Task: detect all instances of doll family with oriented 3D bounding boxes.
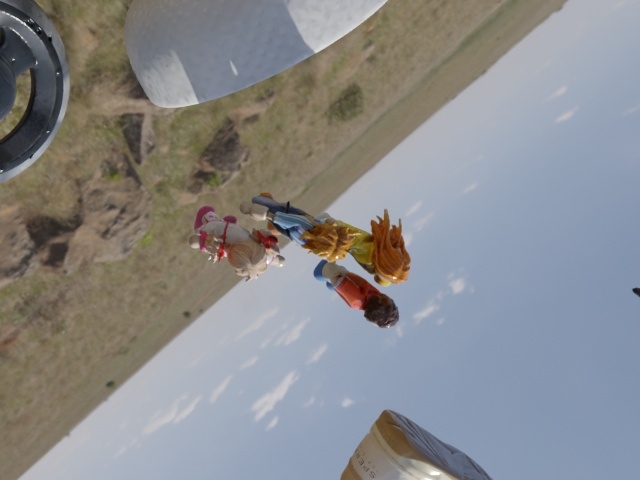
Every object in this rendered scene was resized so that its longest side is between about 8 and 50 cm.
[{"bbox_3d":[0.000,0.000,0.623,0.163,0.263,0.118,32,-82,59],"label":"doll family"}]

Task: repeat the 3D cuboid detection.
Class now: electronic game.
[{"bbox_3d":[-0.364,-0.159,0.623,0.229,0.048,0.229,-41,145,-38],"label":"electronic game"}]

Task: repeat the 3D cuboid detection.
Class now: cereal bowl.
[{"bbox_3d":[-0.088,-0.303,0.701,0.339,0.141,0.339,-21,-147,14],"label":"cereal bowl"}]

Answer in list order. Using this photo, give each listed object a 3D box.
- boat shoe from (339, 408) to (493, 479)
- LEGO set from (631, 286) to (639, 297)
[{"bbox_3d":[0.077,0.170,0.390,0.059,0.170,0.063,-46,-152,6],"label":"boat shoe"},{"bbox_3d":[0.269,0.025,0.191,0.254,0.331,0.192,-64,-170,-27],"label":"LEGO set"}]
